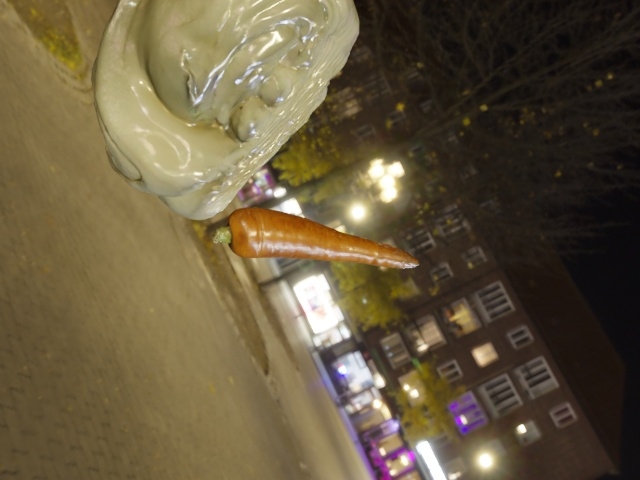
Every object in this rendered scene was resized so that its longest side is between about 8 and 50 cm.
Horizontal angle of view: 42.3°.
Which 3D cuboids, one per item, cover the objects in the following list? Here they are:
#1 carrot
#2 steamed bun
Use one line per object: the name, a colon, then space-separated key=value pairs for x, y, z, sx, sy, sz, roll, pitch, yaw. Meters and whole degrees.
carrot: x=0.000 y=0.000 z=0.978 sx=0.061 sy=0.257 sz=0.061 roll=-174 pitch=-90 yaw=-75
steamed bun: x=-0.133 y=-0.208 z=0.988 sx=0.247 sy=0.339 sz=0.352 roll=40 pitch=5 yaw=-1
